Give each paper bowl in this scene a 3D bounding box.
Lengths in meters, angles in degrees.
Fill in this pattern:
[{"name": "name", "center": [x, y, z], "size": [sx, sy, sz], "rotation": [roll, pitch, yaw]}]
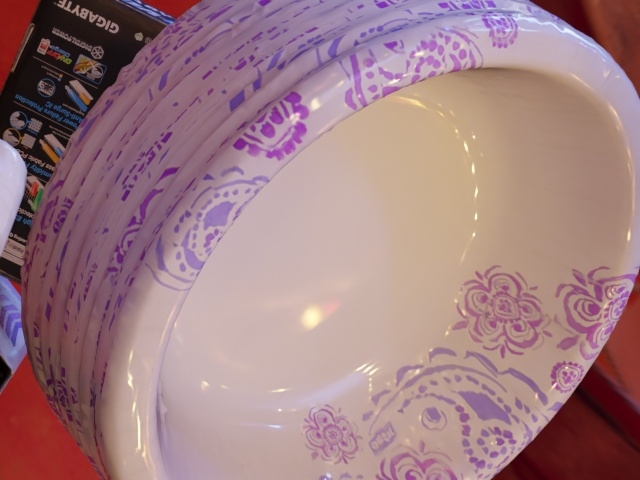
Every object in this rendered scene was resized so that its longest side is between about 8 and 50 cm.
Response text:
[{"name": "paper bowl", "center": [0.000, 0.000, 0.694], "size": [0.284, 0.148, 0.284], "rotation": [-22, 134, -25]}]

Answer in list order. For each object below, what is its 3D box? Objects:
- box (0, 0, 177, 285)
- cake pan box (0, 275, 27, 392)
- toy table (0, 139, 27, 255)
[{"name": "box", "center": [-0.085, -0.031, 0.876], "size": [0.220, 0.051, 0.175], "rotation": [26, 102, 3]}, {"name": "cake pan box", "center": [-0.294, 0.130, 0.848], "size": [0.267, 0.246, 0.070], "rotation": [-29, 106, 17]}, {"name": "toy table", "center": [-0.209, -0.019, 0.396], "size": [0.252, 0.274, 0.161], "rotation": [9, 150, -14]}]
